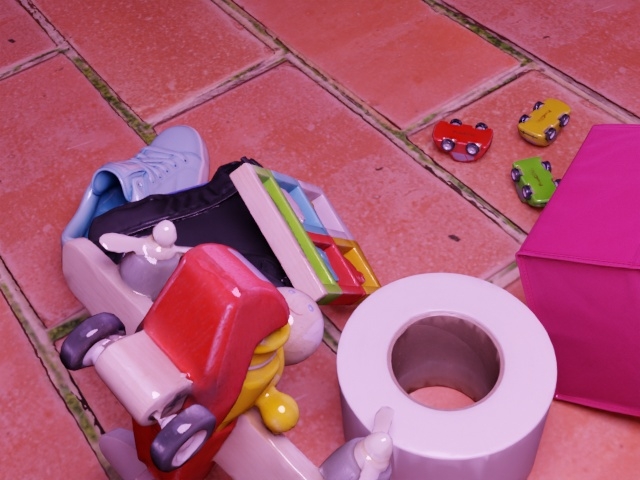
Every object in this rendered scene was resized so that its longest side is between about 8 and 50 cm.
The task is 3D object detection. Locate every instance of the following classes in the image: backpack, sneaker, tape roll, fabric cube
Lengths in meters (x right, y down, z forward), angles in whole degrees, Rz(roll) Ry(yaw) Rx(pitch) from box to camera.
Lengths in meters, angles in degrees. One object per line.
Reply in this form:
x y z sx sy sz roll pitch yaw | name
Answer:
-0.173 0.044 1.053 0.263 0.213 0.276 -6 44 -14 | backpack
-0.278 -0.080 1.211 0.135 0.150 0.366 9 51 12 | sneaker
0.144 0.183 0.927 0.246 0.169 0.246 -3 49 4 | tape roll
0.418 0.039 0.922 0.259 0.254 0.258 8 44 37 | fabric cube

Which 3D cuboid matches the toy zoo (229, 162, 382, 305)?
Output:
0.000 0.000 1.054 0.030 0.293 0.192 -35 74 16 | toy zoo

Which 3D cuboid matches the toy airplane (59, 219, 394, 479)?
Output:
-0.103 0.159 0.817 0.272 0.386 0.384 -37 22 -32 | toy airplane

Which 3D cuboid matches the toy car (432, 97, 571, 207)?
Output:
0.319 -0.127 1.257 0.239 0.053 0.225 -13 49 -5 | toy car
